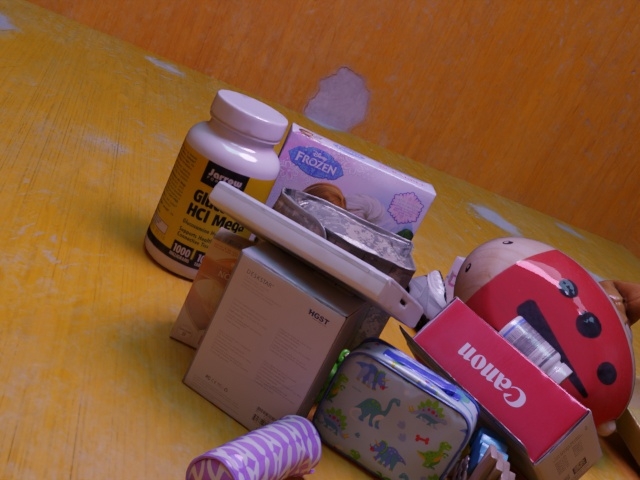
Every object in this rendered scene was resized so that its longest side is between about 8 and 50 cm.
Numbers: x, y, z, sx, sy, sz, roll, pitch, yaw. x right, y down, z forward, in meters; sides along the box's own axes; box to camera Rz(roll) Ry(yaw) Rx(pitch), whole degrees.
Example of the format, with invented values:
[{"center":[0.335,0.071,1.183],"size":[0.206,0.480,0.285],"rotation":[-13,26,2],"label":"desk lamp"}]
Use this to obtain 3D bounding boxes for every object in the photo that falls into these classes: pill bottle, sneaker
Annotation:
[{"center":[-0.192,-0.103,1.477],"size":[0.187,0.334,0.188],"rotation":[23,19,-8],"label":"pill bottle"},{"center":[0.387,0.212,1.426],"size":[0.137,0.078,0.078],"rotation":[47,25,20],"label":"pill bottle"},{"center":[0.240,0.170,1.731],"size":[0.107,0.100,0.272],"rotation":[-9,30,0],"label":"sneaker"}]

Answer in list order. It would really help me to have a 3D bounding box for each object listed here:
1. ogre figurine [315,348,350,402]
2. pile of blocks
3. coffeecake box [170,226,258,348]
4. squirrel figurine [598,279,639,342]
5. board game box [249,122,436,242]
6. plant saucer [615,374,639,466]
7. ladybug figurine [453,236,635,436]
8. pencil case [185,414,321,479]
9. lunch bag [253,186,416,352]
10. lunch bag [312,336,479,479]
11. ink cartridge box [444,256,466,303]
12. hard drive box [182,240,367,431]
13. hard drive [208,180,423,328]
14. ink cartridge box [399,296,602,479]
[{"center":[0.006,0.203,1.297],"size":[0.096,0.197,0.118],"rotation":[-23,43,-3],"label":"ogre figurine"},{"center":[0.256,0.365,1.111],"size":[0.112,0.149,0.362],"rotation":[27,18,3],"label":"pile of blocks"},{"center":[-0.137,0.096,1.250],"size":[0.142,0.186,0.068],"rotation":[25,18,-2],"label":"coffeecake box"},{"center":[0.515,0.201,1.822],"size":[0.370,0.281,0.397],"rotation":[2,15,-31],"label":"squirrel figurine"},{"center":[0.021,-0.029,1.590],"size":[0.318,0.318,0.066],"rotation":[22,19,-10],"label":"board game box"},{"center":[0.747,0.436,1.615],"size":[0.332,0.081,0.333],"rotation":[18,32,-27],"label":"plant saucer"},{"center":[0.439,0.183,1.545],"size":[0.449,0.305,0.162],"rotation":[55,6,20],"label":"ladybug figurine"},{"center":[-0.079,0.285,0.988],"size":[0.206,0.086,0.088],"rotation":[-10,74,-57],"label":"pencil case"},{"center":[0.000,0.062,1.443],"size":[0.287,0.235,0.169],"rotation":[25,21,-5],"label":"lunch bag"},{"center":[0.114,0.260,1.160],"size":[0.219,0.176,0.090],"rotation":[30,19,13],"label":"lunch bag"},{"center":[0.363,0.107,1.983],"size":[0.088,0.123,0.052],"rotation":[10,24,-40],"label":"ink cartridge box"},{"center":[-0.069,0.148,1.129],"size":[0.181,0.232,0.089],"rotation":[32,20,15],"label":"hard drive box"},{"center":[-0.004,0.023,1.164],"size":[0.307,0.040,0.203],"rotation":[30,-5,27],"label":"hard drive"},{"center":[0.301,0.253,1.311],"size":[0.309,0.130,0.272],"rotation":[43,-9,39],"label":"ink cartridge box"}]
